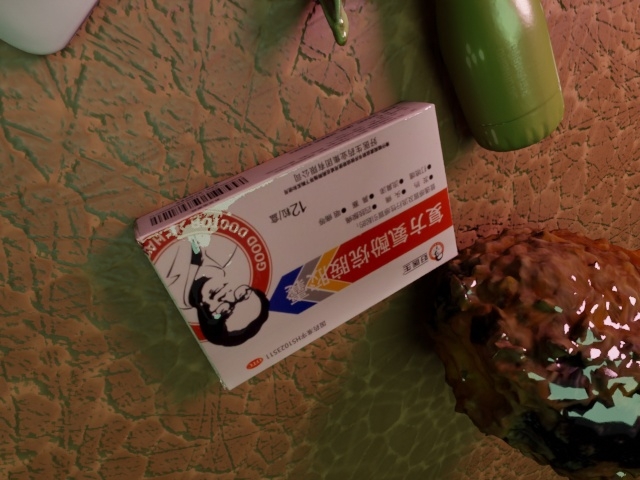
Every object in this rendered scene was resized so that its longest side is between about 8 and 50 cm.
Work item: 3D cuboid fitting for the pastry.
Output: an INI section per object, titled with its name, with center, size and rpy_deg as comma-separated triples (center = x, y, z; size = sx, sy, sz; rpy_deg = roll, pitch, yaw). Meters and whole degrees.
[pastry]
center = 0.352, 0.161, 0.567
size = 0.404, 0.337, 0.292
rpy_deg = 5, 129, -27

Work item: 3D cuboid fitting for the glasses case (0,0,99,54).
[glasses case]
center = -0.181, -0.227, 0.296
size = 0.197, 0.049, 0.076
rpy_deg = -45, 127, 14

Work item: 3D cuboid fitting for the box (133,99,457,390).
[box]
center = 0.000, 0.000, 0.488
size = 0.353, 0.069, 0.214
rpy_deg = -27, 119, -14

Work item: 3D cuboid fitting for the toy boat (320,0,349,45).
[toy boat]
center = 0.060, -0.330, 0.371
size = 0.099, 0.108, 0.293
rpy_deg = 33, 93, -5

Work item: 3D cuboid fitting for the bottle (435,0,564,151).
[bottle]
center = 0.196, -0.233, 0.469
size = 0.112, 0.112, 0.260
rpy_deg = -41, 122, -8
